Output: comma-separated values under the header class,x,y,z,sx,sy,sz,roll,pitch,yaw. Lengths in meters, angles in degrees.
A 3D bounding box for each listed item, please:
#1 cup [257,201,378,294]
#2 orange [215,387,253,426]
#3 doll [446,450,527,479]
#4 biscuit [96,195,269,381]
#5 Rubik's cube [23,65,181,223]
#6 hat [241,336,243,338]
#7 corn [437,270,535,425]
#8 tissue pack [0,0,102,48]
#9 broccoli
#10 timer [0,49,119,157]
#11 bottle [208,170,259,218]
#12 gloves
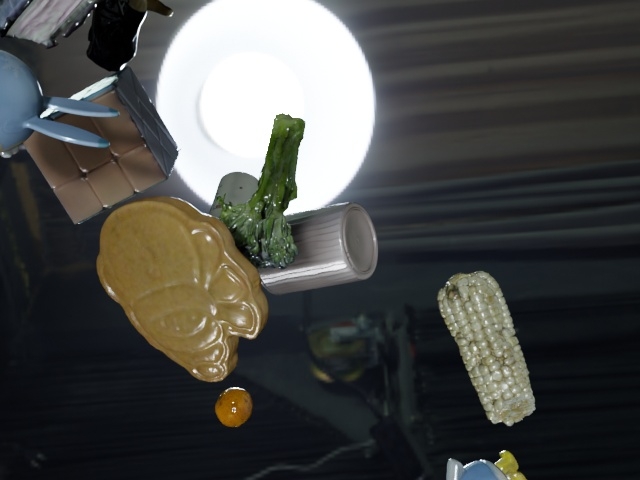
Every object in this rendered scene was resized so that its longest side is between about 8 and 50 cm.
class,x,y,z,sx,sy,sz,roll,pitch,yaw
cup,0.003,0.019,2.346,0.288,0.273,0.208,-4,-96,-59
orange,-0.181,0.350,1.894,0.083,0.083,0.084,-4,-90,-89
doll,0.224,0.433,1.456,0.135,0.241,0.099,65,173,-33
biscuit,-0.239,0.082,1.560,0.351,0.312,0.057,55,-140,-5
Rubik's cube,-0.446,-0.201,1.868,0.221,0.224,0.231,62,-173,-18
hat,-0.214,0.123,1.970,0.227,0.140,0.129,-111,1,-55
corn,0.219,0.141,1.177,0.087,0.087,0.211,77,173,-81
tissue pack,-0.384,-0.473,1.184,0.122,0.259,0.361,0,-123,-60
broccoli,-0.091,-0.093,1.696,0.145,0.165,0.304,45,125,53
timer,-0.464,-0.187,1.387,0.175,0.255,0.175,-44,28,30
bottle,-0.198,-0.039,2.008,0.110,0.110,0.233,84,-167,-48
gloves,-0.416,-0.507,1.990,0.152,0.301,0.197,41,-158,-24
